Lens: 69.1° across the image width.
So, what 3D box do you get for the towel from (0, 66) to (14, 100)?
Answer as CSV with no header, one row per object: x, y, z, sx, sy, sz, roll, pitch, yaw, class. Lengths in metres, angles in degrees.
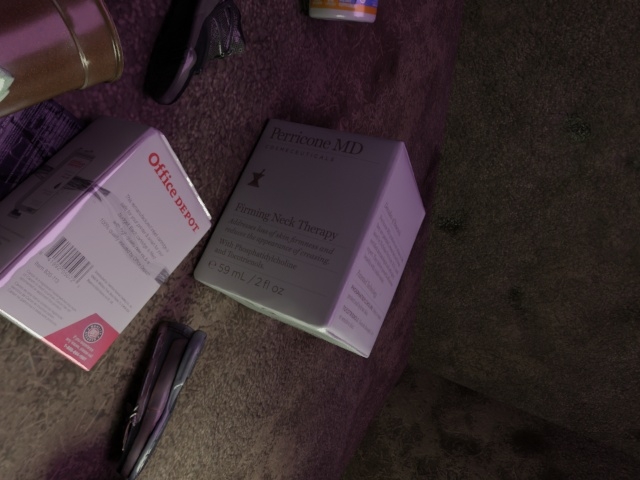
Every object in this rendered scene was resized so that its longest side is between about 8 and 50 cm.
-0.431,-0.058,0.334,0.325,0.038,0.248,-46,154,10,towel

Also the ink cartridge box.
-0.307,0.000,0.638,0.283,0.117,0.207,-56,150,-27,ink cartridge box

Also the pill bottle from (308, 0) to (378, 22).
0.059,-0.614,0.982,0.152,0.152,0.272,-31,132,-54,pill bottle

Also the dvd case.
-0.358,-0.086,0.637,0.165,0.018,0.221,-66,153,-13,dvd case

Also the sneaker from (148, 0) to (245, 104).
-0.190,-0.306,0.755,0.130,0.087,0.228,33,71,-57,sneaker

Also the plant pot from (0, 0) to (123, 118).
-0.327,-0.207,0.478,0.165,0.166,0.167,-46,144,-31,plant pot

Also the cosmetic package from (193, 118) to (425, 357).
0.000,0.000,1.046,0.394,0.329,0.327,-67,153,-13,cosmetic package

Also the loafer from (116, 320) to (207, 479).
-0.324,0.301,0.897,0.109,0.095,0.303,148,-32,-83,loafer
